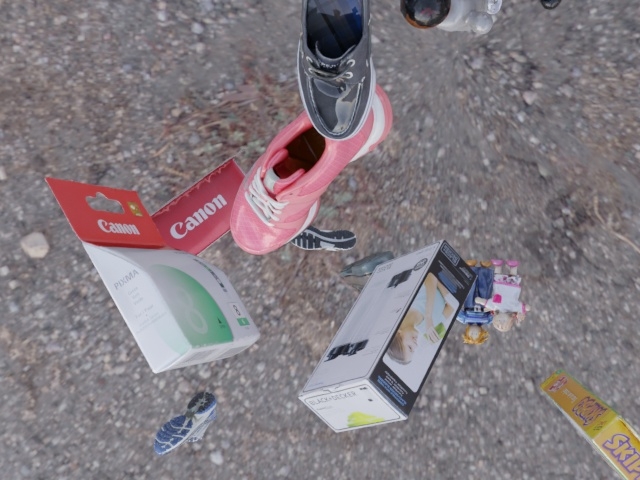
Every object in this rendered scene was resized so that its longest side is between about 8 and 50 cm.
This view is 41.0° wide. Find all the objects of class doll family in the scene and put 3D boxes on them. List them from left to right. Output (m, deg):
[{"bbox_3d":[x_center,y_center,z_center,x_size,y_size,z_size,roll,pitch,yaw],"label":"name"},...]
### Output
[{"bbox_3d":[0.277,0.119,1.683,0.263,0.118,0.163,5,82,11],"label":"doll family"}]

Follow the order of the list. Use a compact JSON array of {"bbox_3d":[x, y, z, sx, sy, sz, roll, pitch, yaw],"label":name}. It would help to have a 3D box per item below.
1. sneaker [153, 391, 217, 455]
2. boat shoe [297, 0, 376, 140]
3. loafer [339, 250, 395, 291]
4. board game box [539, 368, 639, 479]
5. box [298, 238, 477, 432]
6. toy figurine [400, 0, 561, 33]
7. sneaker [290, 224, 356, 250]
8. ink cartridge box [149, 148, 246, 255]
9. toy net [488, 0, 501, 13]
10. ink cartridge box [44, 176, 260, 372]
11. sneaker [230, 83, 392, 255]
[{"bbox_3d":[-0.220,0.319,1.437,0.052,0.135,0.058,20,136,37],"label":"sneaker"},{"bbox_3d":[0.015,-0.189,0.799,0.080,0.076,0.228,10,124,6],"label":"boat shoe"},{"bbox_3d":[0.097,0.073,1.593,0.096,0.267,0.084,-25,89,-4],"label":"loafer"},{"bbox_3d":[0.254,0.178,0.707,0.039,0.259,0.124,-43,86,1],"label":"board game box"},{"bbox_3d":[0.105,0.143,1.295,0.087,0.290,0.169,46,140,-15],"label":"box"},{"bbox_3d":[0.151,-0.309,0.811,0.210,0.148,0.213,-14,95,32],"label":"toy figurine"},{"bbox_3d":[0.000,0.000,1.340,0.109,0.044,0.040,9,81,-3],"label":"sneaker"},{"bbox_3d":[-0.280,-0.032,1.792,0.130,0.309,0.272,53,148,-7],"label":"ink cartridge box"},{"bbox_3d":[0.317,-0.476,1.545,0.045,0.232,0.122,5,59,8],"label":"toy net"},{"bbox_3d":[-0.165,0.023,0.883,0.056,0.181,0.224,-32,79,14],"label":"ink cartridge box"},{"bbox_3d":[-0.047,-0.085,1.089,0.116,0.136,0.314,48,127,8],"label":"sneaker"}]
